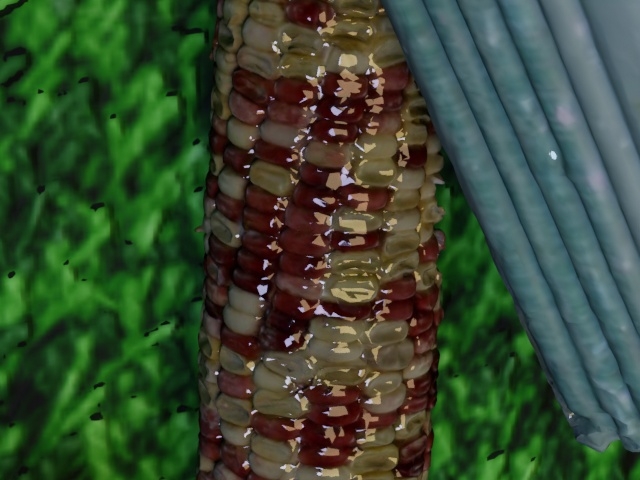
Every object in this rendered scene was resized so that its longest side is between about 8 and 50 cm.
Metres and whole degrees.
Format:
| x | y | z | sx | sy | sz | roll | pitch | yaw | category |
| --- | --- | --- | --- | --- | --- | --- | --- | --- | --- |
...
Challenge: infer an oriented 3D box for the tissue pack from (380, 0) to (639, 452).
| x | y | z | sx | sy | sz | roll | pitch | yaw | category |
| --- | --- | --- | --- | --- | --- | --- | --- | --- | --- |
| 0.150 | -0.136 | 0.638 | 0.287 | 0.162 | 0.388 | -45 | 125 | -29 | tissue pack |

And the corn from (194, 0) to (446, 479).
| x | y | z | sx | sy | sz | roll | pitch | yaw | category |
| --- | --- | --- | --- | --- | --- | --- | --- | --- | --- |
| 0.000 | 0.000 | 0.695 | 0.098 | 0.098 | 0.290 | -5 | 108 | -24 | corn |
